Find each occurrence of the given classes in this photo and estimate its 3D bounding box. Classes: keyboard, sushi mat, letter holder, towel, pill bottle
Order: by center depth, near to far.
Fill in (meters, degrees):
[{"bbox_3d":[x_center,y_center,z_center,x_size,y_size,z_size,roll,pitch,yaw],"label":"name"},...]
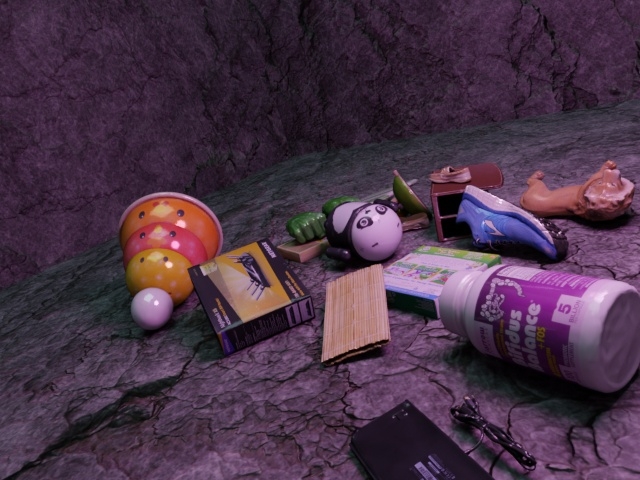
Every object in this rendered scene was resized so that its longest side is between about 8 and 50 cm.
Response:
[{"bbox_3d":[0.182,0.308,0.717,0.201,0.033,0.317,-27,20,-14],"label":"keyboard"},{"bbox_3d":[0.354,0.130,0.886,0.169,0.169,0.301,-26,19,-31],"label":"pill bottle"},{"bbox_3d":[0.079,0.156,1.197,0.151,0.019,0.316,-22,23,14],"label":"sushi mat"},{"bbox_3d":[0.465,-0.130,1.649,0.214,0.152,0.302,-9,18,16],"label":"letter holder"},{"bbox_3d":[0.200,-0.147,2.048,0.248,0.038,0.325,-17,10,47],"label":"towel"}]

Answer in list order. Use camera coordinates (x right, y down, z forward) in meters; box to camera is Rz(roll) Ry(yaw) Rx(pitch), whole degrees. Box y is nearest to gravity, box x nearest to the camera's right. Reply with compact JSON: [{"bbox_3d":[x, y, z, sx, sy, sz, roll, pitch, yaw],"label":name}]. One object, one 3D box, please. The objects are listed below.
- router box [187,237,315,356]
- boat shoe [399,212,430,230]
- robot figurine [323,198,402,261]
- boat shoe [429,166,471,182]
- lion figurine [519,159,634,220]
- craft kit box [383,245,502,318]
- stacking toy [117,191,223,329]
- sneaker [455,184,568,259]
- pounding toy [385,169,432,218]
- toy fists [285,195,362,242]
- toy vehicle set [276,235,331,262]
[{"bbox_3d":[-0.187,0.133,1.367,0.243,0.081,0.309,-22,36,-17],"label":"router box"},{"bbox_3d":[0.284,-0.049,1.745,0.153,0.048,0.056,-16,28,22],"label":"boat shoe"},{"bbox_3d":[0.122,-0.034,1.596,0.174,0.209,0.278,9,3,-30],"label":"robot figurine"},{"bbox_3d":[0.392,-0.202,1.597,0.135,0.045,0.050,4,24,40],"label":"boat shoe"},{"bbox_3d":[0.697,-0.119,1.484,0.240,0.142,0.392,-36,11,-31],"label":"lion figurine"},{"bbox_3d":[0.267,0.091,1.288,0.247,0.061,0.250,-29,21,-30],"label":"craft kit box"},{"bbox_3d":[-0.487,0.097,1.649,0.351,0.350,0.480,-15,35,1],"label":"stacking toy"},{"bbox_3d":[0.483,-0.022,1.364,0.130,0.147,0.330,15,15,-37],"label":"sneaker"},{"bbox_3d":[0.286,-0.133,1.841,0.110,0.183,0.237,-40,13,12],"label":"pounding toy"},{"bbox_3d":[0.018,-0.075,1.839,0.279,0.096,0.142,-24,12,-19],"label":"toy fists"},{"bbox_3d":[0.000,0.000,1.839,0.267,0.035,0.166,-24,19,-25],"label":"toy vehicle set"}]
